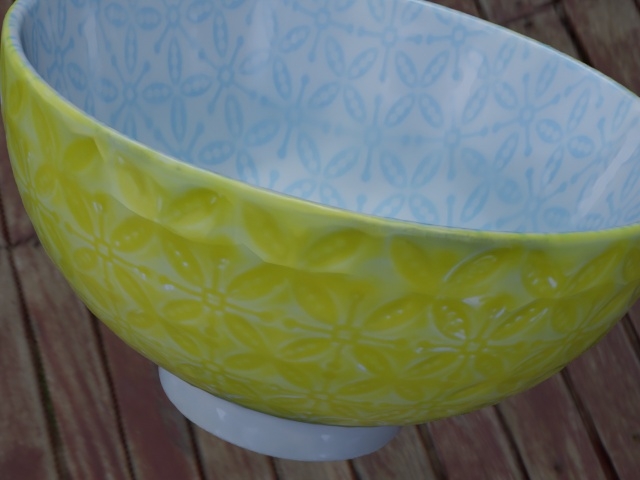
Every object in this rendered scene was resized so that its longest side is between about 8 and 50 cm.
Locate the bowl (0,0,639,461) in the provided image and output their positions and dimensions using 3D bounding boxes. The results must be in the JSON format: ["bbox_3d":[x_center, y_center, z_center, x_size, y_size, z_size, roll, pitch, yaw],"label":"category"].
[{"bbox_3d":[0.000,0.000,0.648,0.289,0.289,0.156,27,118,28],"label":"bowl"}]
